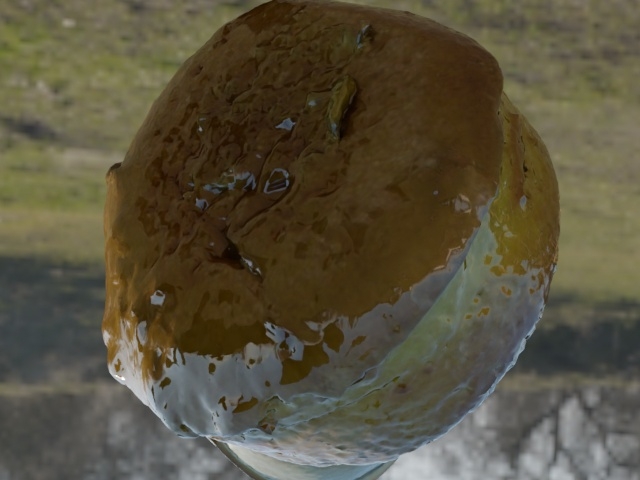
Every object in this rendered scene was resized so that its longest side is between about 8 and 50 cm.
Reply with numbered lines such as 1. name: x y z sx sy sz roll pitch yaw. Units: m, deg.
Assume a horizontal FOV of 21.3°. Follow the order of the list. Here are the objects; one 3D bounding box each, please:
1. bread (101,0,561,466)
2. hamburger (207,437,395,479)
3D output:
1. bread: 0.000 0.000 0.875 0.268 0.268 0.146 1 153 45
2. hamburger: -0.013 0.108 1.481 0.237 0.237 0.147 5 169 -18
